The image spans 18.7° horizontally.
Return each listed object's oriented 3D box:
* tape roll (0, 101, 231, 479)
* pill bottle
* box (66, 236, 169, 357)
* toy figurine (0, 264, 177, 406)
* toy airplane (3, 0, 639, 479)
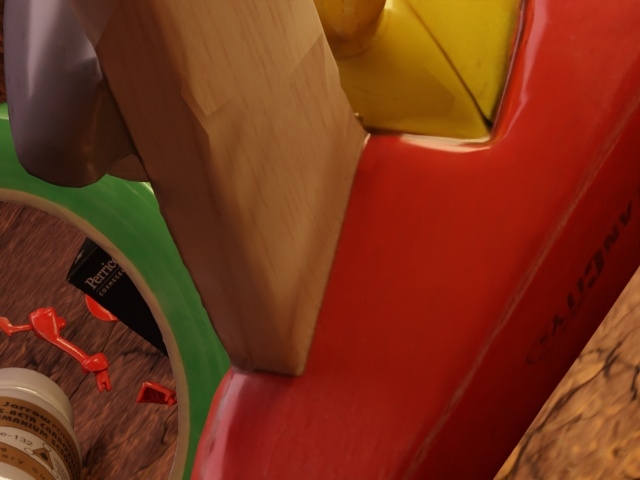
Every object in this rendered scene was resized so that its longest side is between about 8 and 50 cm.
[{"bbox_3d":[-0.164,0.077,1.158,0.321,0.321,0.077,-45,-9,28],"label":"tape roll"},{"bbox_3d":[-0.265,0.197,1.602,0.131,0.131,0.229,-48,14,15],"label":"pill bottle"},{"bbox_3d":[-0.001,-0.025,1.189,0.261,0.184,0.103,-45,16,25],"label":"box"},{"bbox_3d":[-0.107,-0.049,1.588,0.217,0.191,0.363,68,-140,-85],"label":"toy figurine"},{"bbox_3d":[0.000,0.000,0.659,0.384,0.272,0.386,-23,-44,-53],"label":"toy airplane"}]
